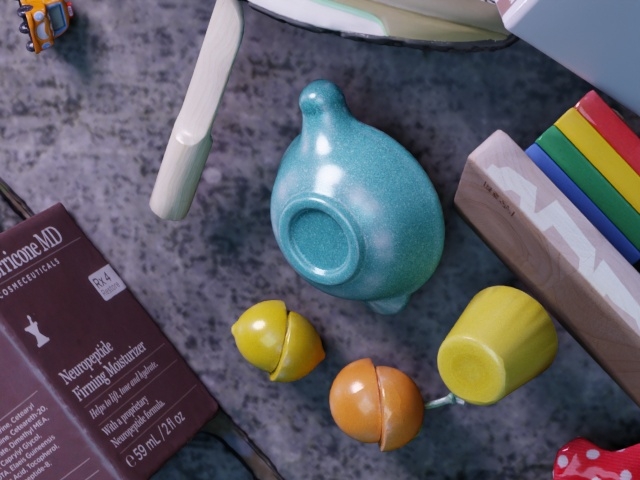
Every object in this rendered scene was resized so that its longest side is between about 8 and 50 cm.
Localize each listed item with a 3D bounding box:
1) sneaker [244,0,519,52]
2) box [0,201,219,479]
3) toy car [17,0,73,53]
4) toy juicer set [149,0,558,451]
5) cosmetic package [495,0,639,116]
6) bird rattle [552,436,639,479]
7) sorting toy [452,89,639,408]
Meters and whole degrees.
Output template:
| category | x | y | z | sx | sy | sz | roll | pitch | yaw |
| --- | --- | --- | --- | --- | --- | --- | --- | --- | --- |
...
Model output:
| category | x | y | z | sx | sy | sz | roll | pitch | yaw |
| --- | --- | --- | --- | --- | --- | --- | --- | --- | --- |
| sneaker | -0.036 | -0.256 | 1.038 | 0.410 | 0.158 | 0.182 | 30 | 106 | 6 |
| box | -0.218 | 0.114 | 1.180 | 0.167 | 0.168 | 0.203 | -37 | 92 | 23 |
| toy car | -0.207 | -0.198 | 1.158 | 0.041 | 0.060 | 0.122 | -16 | 108 | -11 |
| toy juicer set | 0.000 | 0.000 | 1.134 | 0.329 | 0.089 | 0.209 | 51 | 133 | 1 |
| cosmetic package | 0.218 | -0.132 | 0.956 | 0.231 | 0.085 | 0.117 | 30 | 119 | -29 |
| bird rattle | 0.153 | 0.241 | 1.140 | 0.254 | 0.143 | 0.207 | -18 | 117 | 16 |
| sorting toy | 0.203 | 0.029 | 0.988 | 0.089 | 0.257 | 0.255 | -43 | 84 | -2 |
